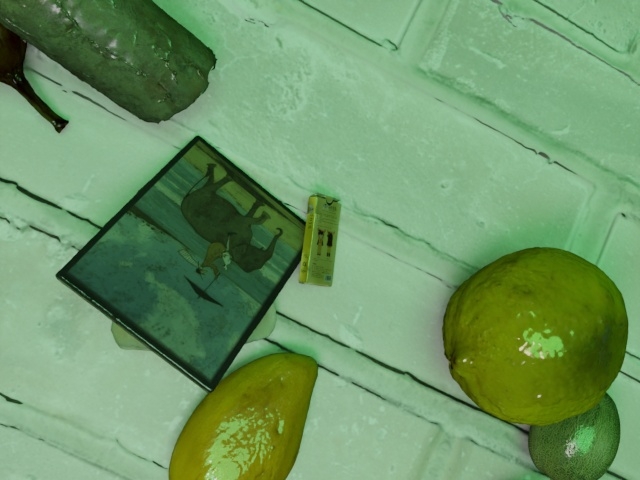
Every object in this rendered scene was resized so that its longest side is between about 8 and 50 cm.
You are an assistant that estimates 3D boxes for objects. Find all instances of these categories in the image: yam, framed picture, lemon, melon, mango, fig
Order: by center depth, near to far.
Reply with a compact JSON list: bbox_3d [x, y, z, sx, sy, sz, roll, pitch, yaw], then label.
[{"bbox_3d":[-0.309,-0.302,0.957,0.304,0.168,0.168,34,80,-35],"label":"yam"},{"bbox_3d":[-0.477,-0.307,0.988,0.290,0.190,0.191,28,82,-25],"label":"fig"},{"bbox_3d":[-0.175,0.018,1.001,0.265,0.016,0.347,40,50,-6],"label":"framed picture"},{"bbox_3d":[-0.116,0.302,1.034,0.176,0.119,0.317,35,76,1],"label":"mango"},{"bbox_3d":[0.341,0.144,1.053,0.321,0.268,0.268,-21,91,-15],"label":"lemon"},{"bbox_3d":[0.422,0.330,1.121,0.139,0.139,0.192,29,84,-8],"label":"melon"}]

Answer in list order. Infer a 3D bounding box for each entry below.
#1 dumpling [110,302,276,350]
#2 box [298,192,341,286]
[{"bbox_3d":[-0.188,0.085,1.028,0.252,0.131,0.179,2,79,-14],"label":"dumpling"},{"bbox_3d":[0.000,0.000,1.098,0.073,0.020,0.149,13,83,-53],"label":"box"}]
